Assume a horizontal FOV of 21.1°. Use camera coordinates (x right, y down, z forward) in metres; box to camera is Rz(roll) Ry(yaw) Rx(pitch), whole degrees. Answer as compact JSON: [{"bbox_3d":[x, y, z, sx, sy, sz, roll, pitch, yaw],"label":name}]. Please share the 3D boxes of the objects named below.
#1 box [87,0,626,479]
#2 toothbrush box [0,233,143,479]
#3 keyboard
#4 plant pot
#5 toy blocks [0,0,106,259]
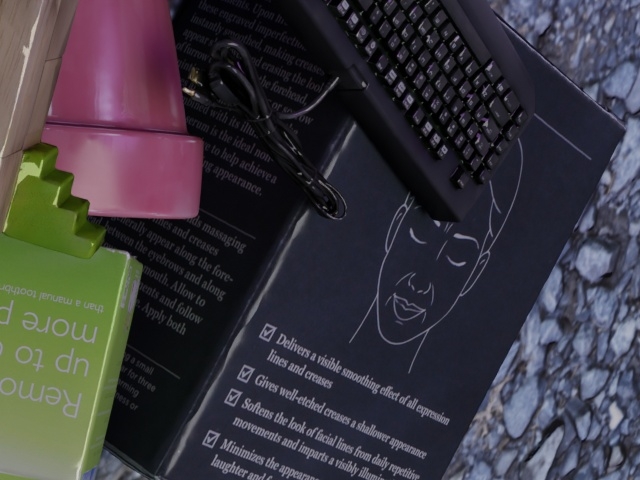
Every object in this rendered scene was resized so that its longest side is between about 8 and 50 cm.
[{"bbox_3d":[0.000,0.000,1.289,0.293,0.212,0.395,31,87,-48],"label":"box"},{"bbox_3d":[-0.241,0.124,1.052,0.122,0.206,0.283,127,-23,-87],"label":"toothbrush box"},{"bbox_3d":[0.026,-0.114,1.080,0.201,0.033,0.317,-51,134,-12],"label":"keyboard"},{"bbox_3d":[-0.172,-0.110,1.089,0.201,0.201,0.180,2,93,-46],"label":"plant pot"},{"bbox_3d":[-0.268,-0.166,0.881,0.191,0.381,0.261,-76,-178,-81],"label":"toy blocks"}]
